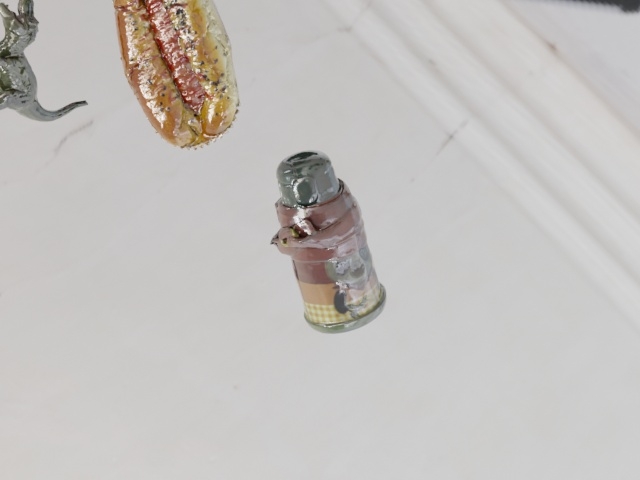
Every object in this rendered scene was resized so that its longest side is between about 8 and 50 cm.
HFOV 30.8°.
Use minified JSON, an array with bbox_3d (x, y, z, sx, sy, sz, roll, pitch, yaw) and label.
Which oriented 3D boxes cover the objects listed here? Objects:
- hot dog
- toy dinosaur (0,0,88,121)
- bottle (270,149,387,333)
[{"bbox_3d":[-0.187,-0.247,1.484,0.075,0.144,0.267,-74,-31,-71],"label":"hot dog"},{"bbox_3d":[-0.377,-0.226,1.556,0.179,0.187,0.087,2,-134,-26],"label":"toy dinosaur"},{"bbox_3d":[0.000,0.000,1.724,0.143,0.271,0.156,-13,-155,11],"label":"bottle"}]
